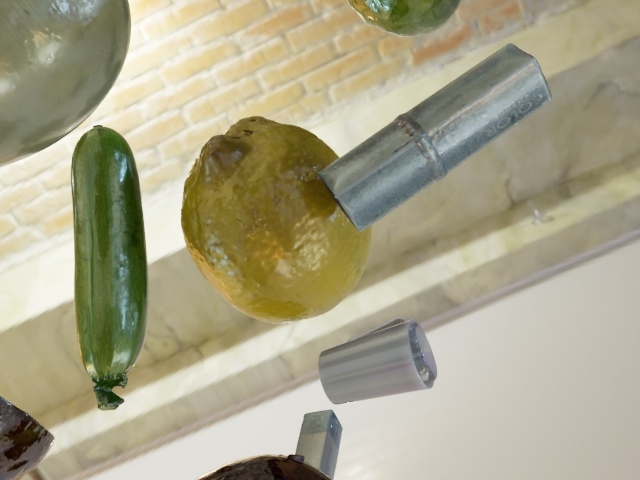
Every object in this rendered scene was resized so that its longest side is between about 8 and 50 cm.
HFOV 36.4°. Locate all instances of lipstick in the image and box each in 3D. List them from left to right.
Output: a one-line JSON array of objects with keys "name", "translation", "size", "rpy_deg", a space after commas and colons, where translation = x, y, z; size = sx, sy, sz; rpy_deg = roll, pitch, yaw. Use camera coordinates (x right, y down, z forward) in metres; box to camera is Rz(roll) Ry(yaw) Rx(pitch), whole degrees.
[{"name": "lipstick", "translation": [-0.019, 0.467, 1.873], "size": [0.068, 0.066, 0.317], "rpy_deg": [-12, -146, 20]}, {"name": "lipstick", "translation": [0.140, -0.125, 1.166], "size": [0.289, 0.077, 0.076], "rpy_deg": [-34, -147, 0]}]

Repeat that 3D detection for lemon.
[{"name": "lemon", "translation": [-0.060, -0.027, 1.299], "size": [0.245, 0.320, 0.245], "rpy_deg": [-18, -137, 18]}]

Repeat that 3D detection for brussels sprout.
[{"name": "brussels sprout", "translation": [0.142, -0.469, 1.659], "size": [0.244, 0.244, 0.244], "rpy_deg": [-20, -150, 12]}]

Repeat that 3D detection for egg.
[{"name": "egg", "translation": [-0.312, -0.178, 0.907], "size": [0.295, 0.218, 0.218], "rpy_deg": [-39, -155, 20]}]

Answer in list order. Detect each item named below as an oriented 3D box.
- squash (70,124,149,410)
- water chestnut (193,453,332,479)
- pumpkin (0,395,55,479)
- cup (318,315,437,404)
[{"name": "squash", "translation": [-0.277, 0.032, 1.280], "size": [0.101, 0.101, 0.379], "rpy_deg": [-10, -102, 29]}, {"name": "water chestnut", "translation": [-0.092, 0.487, 1.508], "size": [0.350, 0.350, 0.302], "rpy_deg": [-32, -169, -9]}, {"name": "pumpkin", "translation": [-0.487, 0.321, 1.399], "size": [0.148, 0.312, 0.169], "rpy_deg": [16, -116, 9]}, {"name": "cup", "translation": [0.064, 0.125, 1.051], "size": [0.116, 0.074, 0.104], "rpy_deg": [-18, -147, 21]}]
